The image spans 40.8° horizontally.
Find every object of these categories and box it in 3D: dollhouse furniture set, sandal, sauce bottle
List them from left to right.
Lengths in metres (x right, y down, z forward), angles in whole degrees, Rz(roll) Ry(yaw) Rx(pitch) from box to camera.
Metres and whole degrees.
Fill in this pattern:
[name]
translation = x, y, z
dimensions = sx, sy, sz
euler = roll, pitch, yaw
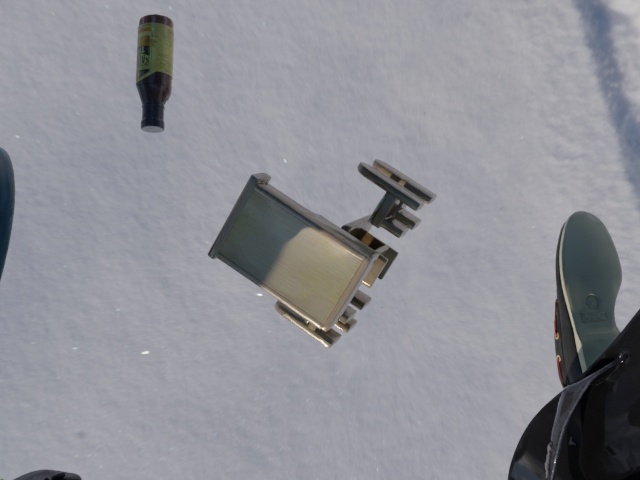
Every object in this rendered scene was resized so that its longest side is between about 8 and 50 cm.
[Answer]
[sauce bottle]
translation = -0.184, -0.184, 0.953
dimensions = 0.042, 0.042, 0.128
euler = -2, 78, 4
[dollhouse furniture set]
translation = 0.000, 0.000, 1.042
dimensions = 0.161, 0.242, 0.212
euler = 34, 106, 11
[sandal]
translation = 0.165, 0.109, 0.476
dimensions = 0.097, 0.054, 0.254
euler = 38, 130, 28

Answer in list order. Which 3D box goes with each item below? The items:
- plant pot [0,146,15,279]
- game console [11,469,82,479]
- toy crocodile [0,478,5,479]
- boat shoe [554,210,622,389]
[plant pot]
translation = -0.600, -0.006, 1.032
dimensions = 0.334, 0.341, 0.341
euler = 19, 86, -37
[game console]
translation = -0.362, 0.275, 0.676
dimensions = 0.213, 0.361, 0.044
euler = 3, 110, 41
[toy crocodile]
translation = -0.421, 0.427, 1.186
dimensions = 0.340, 0.105, 0.115
euler = 50, 59, -21
[boat shoe]
translation = 0.178, 0.046, 0.582
dimensions = 0.049, 0.042, 0.133
euler = 4, 71, -17
